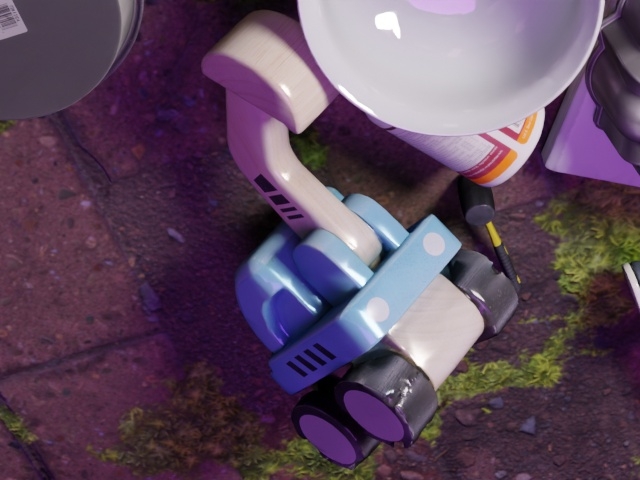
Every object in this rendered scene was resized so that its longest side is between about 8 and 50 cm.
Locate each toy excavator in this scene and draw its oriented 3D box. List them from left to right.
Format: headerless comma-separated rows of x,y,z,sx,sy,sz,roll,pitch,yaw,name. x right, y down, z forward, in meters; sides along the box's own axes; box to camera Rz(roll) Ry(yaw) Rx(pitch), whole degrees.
0.000,0.000,1.880,0.445,0.222,0.433,43,152,-4,toy excavator

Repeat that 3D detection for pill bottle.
0.122,-0.157,1.841,0.221,0.121,0.121,29,121,-22,pill bottle

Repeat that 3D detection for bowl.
0.129,-0.262,1.684,0.298,0.134,0.297,3,121,5,bowl

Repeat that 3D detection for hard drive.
0.390,-0.192,1.885,0.203,0.040,0.307,10,127,-11,hard drive

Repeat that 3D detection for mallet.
0.206,0.004,2.013,0.039,0.062,0.189,-18,128,12,mallet

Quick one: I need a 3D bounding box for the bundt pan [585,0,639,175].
0.454,-0.158,1.812,0.331,0.124,0.330,-3,128,-3,bundt pan

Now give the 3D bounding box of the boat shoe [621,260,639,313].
0.443,0.102,2.088,0.079,0.095,0.254,-25,128,17,boat shoe

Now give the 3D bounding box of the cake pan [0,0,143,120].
-0.332,-0.244,1.785,0.293,0.054,0.293,-2,128,-3,cake pan
